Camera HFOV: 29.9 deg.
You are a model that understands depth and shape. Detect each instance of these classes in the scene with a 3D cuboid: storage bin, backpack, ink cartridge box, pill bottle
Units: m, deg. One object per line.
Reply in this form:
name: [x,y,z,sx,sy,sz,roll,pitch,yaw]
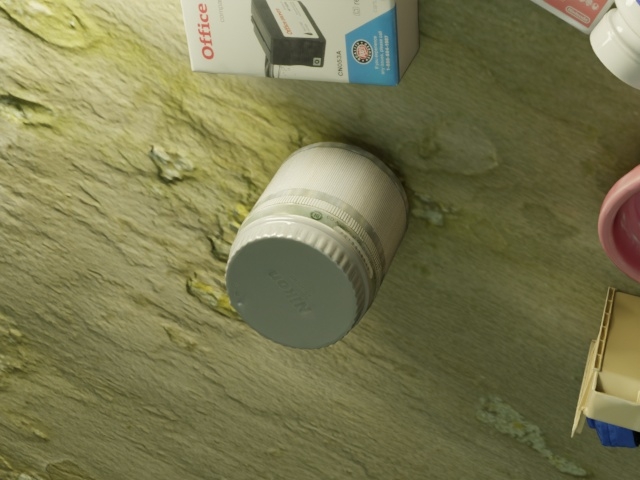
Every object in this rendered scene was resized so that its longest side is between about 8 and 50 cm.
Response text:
storage bin: [0.516,0.210,1.720,0.262,0.260,0.123,15,124,12]
backpack: [0.463,0.266,1.866,0.101,0.120,0.098,-7,121,25]
ink cartridge box: [-0.031,-0.342,1.628,0.307,0.129,0.223,6,126,18]
pill bottle: [0.453,-0.312,1.442,0.152,0.152,0.272,36,128,-5]

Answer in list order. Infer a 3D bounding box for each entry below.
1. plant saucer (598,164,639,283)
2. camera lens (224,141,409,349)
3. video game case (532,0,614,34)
plant saucer: [0.542,-0.029,1.597,0.332,0.084,0.332,11,148,7]
camera lens: [0.000,0.000,1.764,0.219,0.274,0.219,10,126,15]
video game case: [0.330,-0.420,1.497,0.204,0.025,0.285,31,129,-1]
